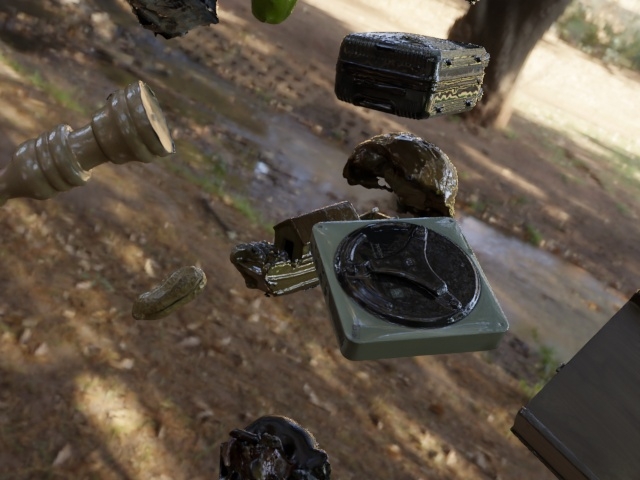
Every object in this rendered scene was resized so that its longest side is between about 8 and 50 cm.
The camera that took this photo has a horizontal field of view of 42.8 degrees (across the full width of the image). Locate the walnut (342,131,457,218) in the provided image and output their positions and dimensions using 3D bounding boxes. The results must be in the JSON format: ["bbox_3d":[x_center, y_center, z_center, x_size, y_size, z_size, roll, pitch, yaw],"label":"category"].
[{"bbox_3d":[0.178,-0.133,1.585,0.238,0.141,0.204,33,-15,-2],"label":"walnut"}]

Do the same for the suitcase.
[{"bbox_3d":[0.170,-0.305,1.474,0.202,0.128,0.312,19,22,26],"label":"suitcase"}]

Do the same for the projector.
[{"bbox_3d":[0.133,0.062,1.276,0.259,0.079,0.257,-3,44,-15],"label":"projector"}]

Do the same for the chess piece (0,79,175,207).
[{"bbox_3d":[-0.383,-0.124,1.236,0.124,0.307,0.139,56,10,-70],"label":"chess piece"}]

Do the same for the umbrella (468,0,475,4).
[{"bbox_3d":[0.525,-0.722,2.087,0.106,0.358,0.113,61,7,8],"label":"umbrella"}]

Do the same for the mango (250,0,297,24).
[{"bbox_3d":[-0.063,-0.407,1.231,0.074,0.165,0.091,12,-1,-17],"label":"mango"}]

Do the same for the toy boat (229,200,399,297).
[{"bbox_3d":[0.000,0.000,1.714,0.136,0.162,0.445,23,26,37],"label":"toy boat"}]

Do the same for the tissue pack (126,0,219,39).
[{"bbox_3d":[-0.238,-0.448,1.046,0.123,0.332,0.245,-13,-7,13],"label":"tissue pack"}]

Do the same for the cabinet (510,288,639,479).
[{"bbox_3d":[0.309,0.177,0.854,0.148,0.175,0.215,45,-5,20],"label":"cabinet"}]

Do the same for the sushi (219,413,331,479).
[{"bbox_3d":[-0.087,0.456,1.586,0.215,0.212,0.227,3,16,-8],"label":"sushi"}]

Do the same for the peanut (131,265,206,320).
[{"bbox_3d":[-0.321,0.113,1.723,0.080,0.174,0.080,58,-4,6],"label":"peanut"}]
